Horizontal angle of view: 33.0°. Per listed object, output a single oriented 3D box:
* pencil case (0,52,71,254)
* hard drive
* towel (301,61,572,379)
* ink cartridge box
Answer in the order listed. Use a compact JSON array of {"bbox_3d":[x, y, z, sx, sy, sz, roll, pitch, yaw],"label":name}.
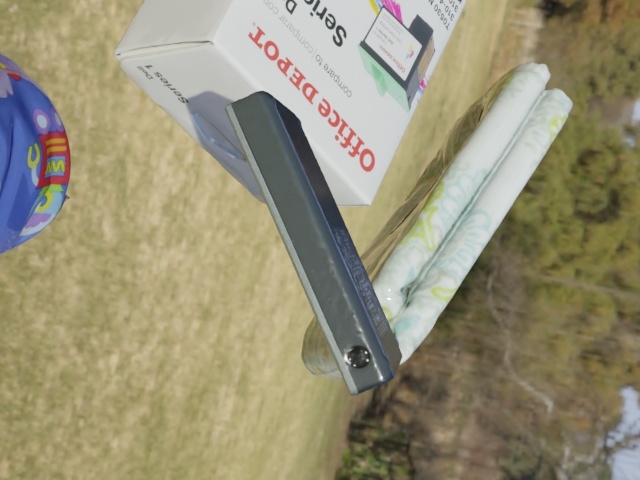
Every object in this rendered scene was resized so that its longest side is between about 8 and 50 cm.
[{"bbox_3d":[-0.225,-0.018,0.539,0.306,0.119,0.133,-68,176,-74],"label":"pencil case"},{"bbox_3d":[0.000,0.000,0.499,0.094,0.022,0.135,-1,67,-83],"label":"hard drive"},{"bbox_3d":[0.119,-0.008,1.227,0.374,0.090,0.320,-55,-179,-14],"label":"towel"},{"bbox_3d":[-0.002,-0.190,0.845,0.201,0.117,0.278,44,62,-39],"label":"ink cartridge box"}]
